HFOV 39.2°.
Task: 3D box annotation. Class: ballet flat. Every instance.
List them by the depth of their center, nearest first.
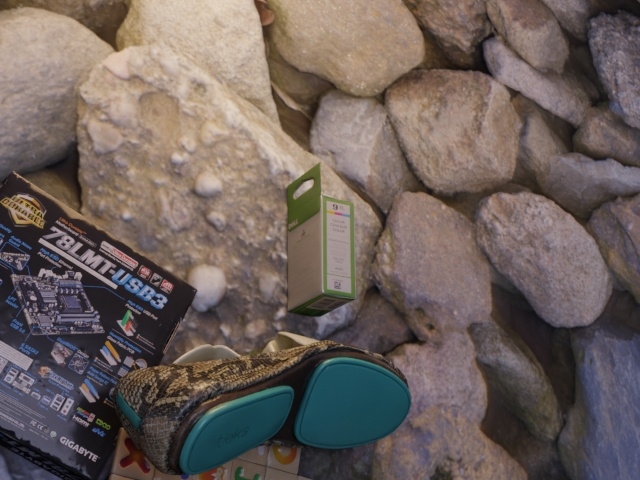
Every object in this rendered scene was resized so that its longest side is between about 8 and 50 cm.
[{"bbox_3d":[-0.069,0.194,1.197,0.482,0.182,0.164,4,113,-51],"label":"ballet flat"}]

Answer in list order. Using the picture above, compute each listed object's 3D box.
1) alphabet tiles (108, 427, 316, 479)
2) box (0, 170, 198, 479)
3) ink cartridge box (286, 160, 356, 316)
[{"bbox_3d":[-0.128,0.367,1.166,0.342,0.011,0.285,26,59,-34],"label":"alphabet tiles"},{"bbox_3d":[-0.345,0.110,1.136,0.295,0.073,0.293,35,56,-17],"label":"box"},{"bbox_3d":[0.000,0.000,1.363,0.062,0.109,0.209,10,67,-28],"label":"ink cartridge box"}]
